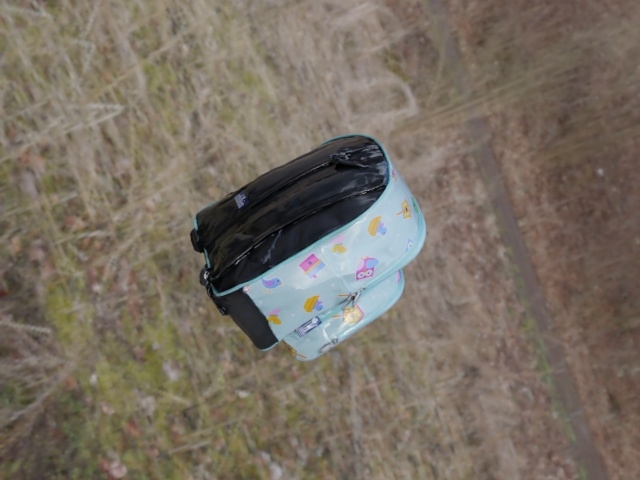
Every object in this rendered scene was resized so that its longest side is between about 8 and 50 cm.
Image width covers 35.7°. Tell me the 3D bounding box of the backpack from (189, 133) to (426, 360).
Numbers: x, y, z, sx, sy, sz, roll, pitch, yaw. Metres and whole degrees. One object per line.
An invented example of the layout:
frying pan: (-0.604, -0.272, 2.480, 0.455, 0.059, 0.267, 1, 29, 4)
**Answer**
backpack: (0.000, 0.000, 0.876, 0.144, 0.188, 0.166, 49, 8, -29)
